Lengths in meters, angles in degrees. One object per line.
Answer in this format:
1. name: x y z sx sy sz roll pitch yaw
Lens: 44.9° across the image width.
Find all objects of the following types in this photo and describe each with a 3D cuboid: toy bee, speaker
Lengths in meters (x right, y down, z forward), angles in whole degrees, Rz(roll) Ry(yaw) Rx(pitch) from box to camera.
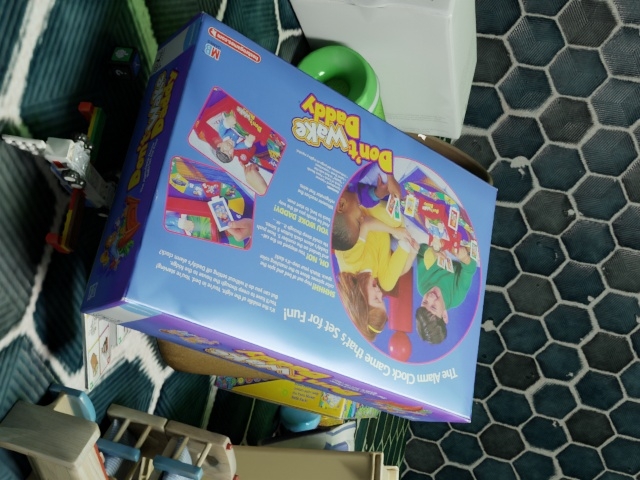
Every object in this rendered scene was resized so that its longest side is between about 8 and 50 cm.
1. toy bee: 0.002 0.345 1.305 0.195 0.162 0.298 85 22 -50
2. speaker: 0.041 -0.159 1.146 0.296 0.131 0.131 60 43 -67

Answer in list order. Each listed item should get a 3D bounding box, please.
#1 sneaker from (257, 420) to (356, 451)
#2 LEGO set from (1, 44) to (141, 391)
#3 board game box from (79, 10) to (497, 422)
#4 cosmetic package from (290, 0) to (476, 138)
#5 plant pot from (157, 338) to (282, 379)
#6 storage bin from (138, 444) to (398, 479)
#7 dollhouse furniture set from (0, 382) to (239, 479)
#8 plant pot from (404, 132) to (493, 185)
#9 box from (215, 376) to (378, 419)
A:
1. sneaker: 0.006 0.349 1.044 0.315 0.127 0.182 74 4 -72
2. LEGO set: -0.181 -0.029 0.634 0.182 0.060 0.245 -75 171 -64
3. board game box: 0.000 0.000 0.661 0.347 0.078 0.234 25 65 -32
4. cosmetic package: 0.110 -0.302 1.130 0.385 0.217 0.156 60 43 -71
5. plant pot: -0.015 0.060 0.860 0.237 0.254 0.237 12 90 -74
6. storage bin: -0.061 0.348 0.798 0.123 0.262 0.261 69 24 -61
7. dollhouse furniture set: -0.160 0.186 0.658 0.129 0.128 0.184 -63 158 -45
8. plant pot: 0.173 -0.073 1.525 0.229 0.263 0.263 -66 171 23
9. box: 0.010 0.101 1.123 0.290 0.176 0.279 44 59 -72
